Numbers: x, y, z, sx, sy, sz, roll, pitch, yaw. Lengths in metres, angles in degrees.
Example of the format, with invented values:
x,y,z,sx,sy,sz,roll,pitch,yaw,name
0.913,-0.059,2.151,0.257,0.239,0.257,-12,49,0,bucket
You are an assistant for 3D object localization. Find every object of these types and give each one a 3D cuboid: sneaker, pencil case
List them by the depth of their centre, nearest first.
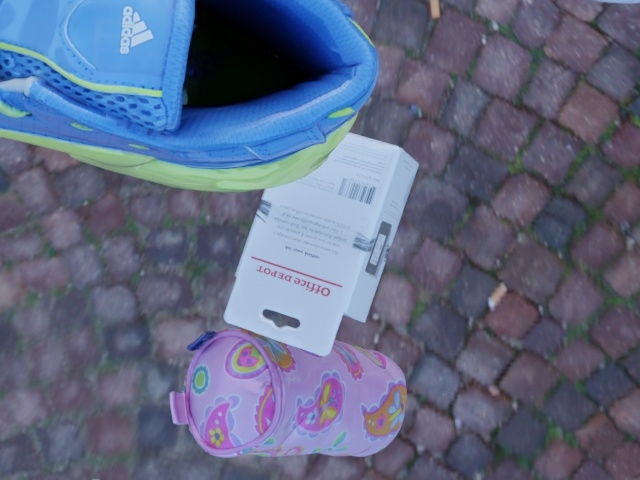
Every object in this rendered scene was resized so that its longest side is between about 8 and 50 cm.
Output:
x,y,z,sx,sy,sz,roll,pitch,yaw,name
-0.091,-0.069,0.345,0.240,0.126,0.091,7,87,-20,sneaker
-0.023,0.154,1.254,0.124,0.284,0.124,-5,81,30,pencil case

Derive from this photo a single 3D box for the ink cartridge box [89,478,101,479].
x,y,z,sx,sy,sz,roll,pitch,yaw,name
-0.126,0.136,0.520,0.171,0.235,0.056,12,110,37,ink cartridge box

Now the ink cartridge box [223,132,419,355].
x,y,z,sx,sy,sz,roll,pitch,yaw,name
0.000,0.000,1.063,0.104,0.060,0.180,18,86,21,ink cartridge box

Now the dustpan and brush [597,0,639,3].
x,y,z,sx,sy,sz,roll,pitch,yaw,name
0.120,-0.116,0.425,0.147,0.211,0.060,-27,63,8,dustpan and brush
